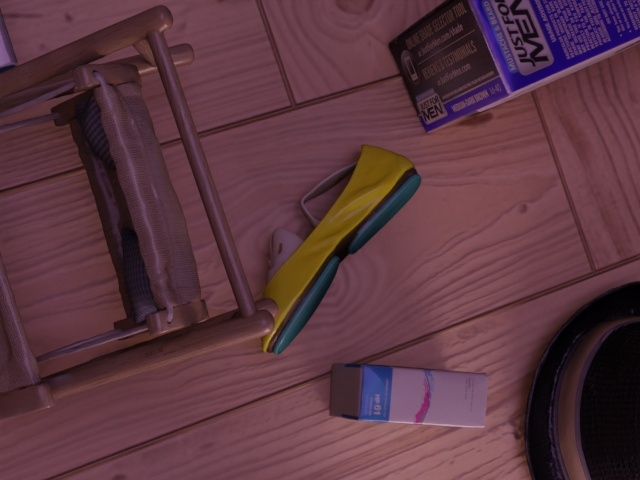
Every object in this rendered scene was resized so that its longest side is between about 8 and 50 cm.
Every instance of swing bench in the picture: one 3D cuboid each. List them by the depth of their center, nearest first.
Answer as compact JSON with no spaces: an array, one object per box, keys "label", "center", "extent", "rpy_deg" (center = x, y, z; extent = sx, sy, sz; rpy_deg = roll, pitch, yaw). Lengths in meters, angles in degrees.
[{"label":"swing bench","center":[-0.192,-0.013,0.839],"extent":[0.254,0.165,0.253],"rpy_deg":[-19,90,-1]}]

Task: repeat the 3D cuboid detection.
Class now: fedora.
[{"label":"fedora","center":[0.363,0.199,1.017],"extent":[0.334,0.152,0.334],"rpy_deg":[2,84,-16]}]

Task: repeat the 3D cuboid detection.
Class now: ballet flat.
[{"label":"ballet flat","center":[0.000,0.000,0.980],"extent":[0.077,0.077,0.231],"rpy_deg":[36,72,12]}]

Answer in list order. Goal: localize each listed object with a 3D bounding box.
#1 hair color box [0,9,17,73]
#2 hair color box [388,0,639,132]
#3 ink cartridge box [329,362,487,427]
[{"label":"hair color box","center":[-0.383,-0.275,0.869],"extent":[0.174,0.105,0.347],"rpy_deg":[-17,89,-17]},{"label":"hair color box","center":[0.255,-0.223,1.012],"extent":[0.338,0.185,0.110],"rpy_deg":[-23,92,-17]},{"label":"ink cartridge box","center":[0.080,0.141,0.971],"extent":[0.122,0.088,0.052],"rpy_deg":[5,83,-16]}]
